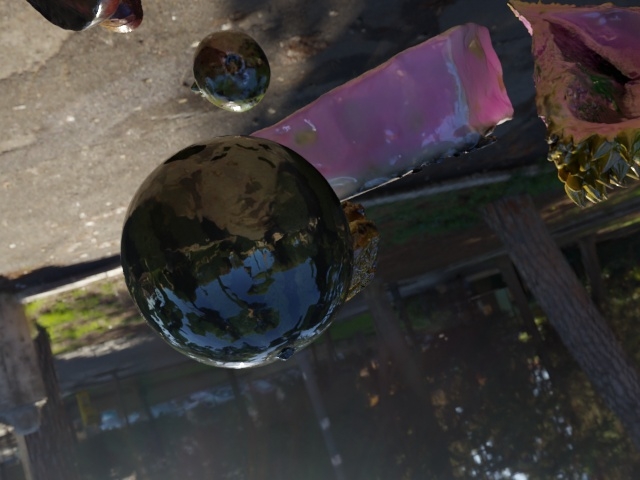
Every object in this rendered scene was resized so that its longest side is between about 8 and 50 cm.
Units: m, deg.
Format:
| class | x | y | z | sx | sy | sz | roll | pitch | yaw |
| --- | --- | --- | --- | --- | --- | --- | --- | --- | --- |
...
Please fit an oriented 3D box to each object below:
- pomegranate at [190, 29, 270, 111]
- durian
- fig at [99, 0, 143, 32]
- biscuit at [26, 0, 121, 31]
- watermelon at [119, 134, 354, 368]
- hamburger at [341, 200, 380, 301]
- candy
| class | x | y | z | sx | sy | sz | roll | pitch | yaw |
| --- | --- | --- | --- | --- | --- | --- | --- | --- | --- |
| pomegranate | -0.280 | -0.494 | 1.971 | 0.242 | 0.243 | 0.306 | -15 | 167 | -23 |
| durian | 0.290 | -0.145 | 0.628 | 0.186 | 0.261 | 0.153 | -19 | 132 | 44 |
| fig | -0.471 | -0.533 | 1.451 | 0.152 | 0.119 | 0.119 | 21 | 177 | 12 |
| biscuit | -0.455 | -0.538 | 1.028 | 0.091 | 0.407 | 0.407 | -44 | -177 | -29 |
| watermelon | -0.072 | 0.013 | 0.587 | 0.212 | 0.212 | 0.212 | -19 | 170 | -4 |
| hamburger | 0.046 | 0.036 | 1.260 | 0.129 | 0.206 | 0.183 | 22 | -136 | 37 |
| candy | 0.066 | -0.122 | 0.702 | 0.265 | 0.116 | 0.155 | -21 | -170 | 32 |
